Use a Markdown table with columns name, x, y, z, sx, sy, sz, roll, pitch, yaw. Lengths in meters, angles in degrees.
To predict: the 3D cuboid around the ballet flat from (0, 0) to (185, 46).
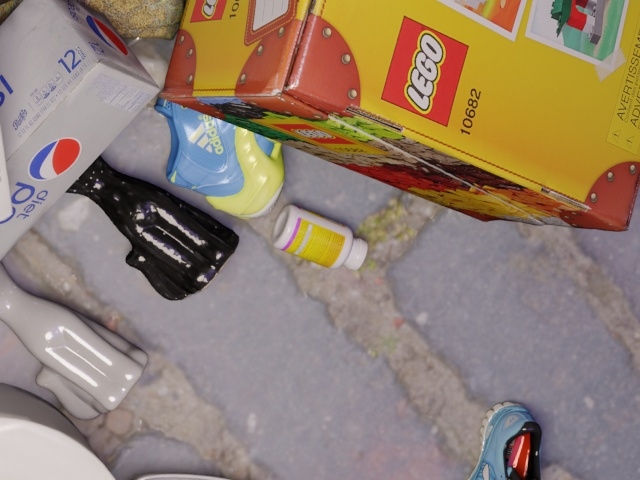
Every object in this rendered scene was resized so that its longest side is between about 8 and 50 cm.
| name | x | y | z | sx | sy | sz | roll | pitch | yaw |
| --- | --- | --- | --- | --- | --- | --- | --- | --- | --- |
| ballet flat | -0.276 | -0.176 | 1.291 | 0.348 | 0.123 | 0.123 | -15 | 100 | -16 |

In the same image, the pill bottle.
| name | x | y | z | sx | sy | sz | roll | pitch | yaw |
| --- | --- | --- | --- | --- | --- | --- | --- | --- | --- |
| pill bottle | 0.000 | 0.000 | 1.427 | 0.083 | 0.043 | 0.043 | 22 | 89 | -18 |

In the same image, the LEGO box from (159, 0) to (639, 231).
| name | x | y | z | sx | sy | sz | roll | pitch | yaw |
| --- | --- | --- | --- | --- | --- | --- | --- | --- | --- |
| LEGO box | 0.129 | -0.295 | 1.295 | 0.372 | 0.193 | 0.500 | 20 | 83 | -33 |

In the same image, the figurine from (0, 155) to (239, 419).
| name | x | y | z | sx | sy | sz | roll | pitch | yaw |
| --- | --- | --- | --- | --- | --- | --- | --- | --- | --- |
| figurine | -0.216 | 0.019 | 1.346 | 0.209 | 0.092 | 0.215 | 38 | 84 | -10 |

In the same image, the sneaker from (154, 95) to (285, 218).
| name | x | y | z | sx | sy | sz | roll | pitch | yaw |
| --- | --- | --- | --- | --- | --- | --- | --- | --- | --- |
| sneaker | -0.073 | -0.143 | 1.365 | 0.126 | 0.091 | 0.240 | 13 | 92 | -18 |

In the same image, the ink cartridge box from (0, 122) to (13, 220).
| name | x | y | z | sx | sy | sz | roll | pitch | yaw |
| --- | --- | --- | --- | --- | --- | --- | --- | --- | --- |
| ink cartridge box | -0.344 | -0.142 | 1.091 | 0.121 | 0.211 | 0.289 | -37 | 135 | -44 |

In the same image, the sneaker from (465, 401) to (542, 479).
| name | x | y | z | sx | sy | sz | roll | pitch | yaw |
| --- | --- | --- | --- | --- | --- | --- | --- | --- | --- |
| sneaker | 0.175 | 0.239 | 1.492 | 0.063 | 0.073 | 0.162 | 10 | 92 | -19 |

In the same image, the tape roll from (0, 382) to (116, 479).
| name | x | y | z | sx | sy | sz | roll | pitch | yaw |
| --- | --- | --- | --- | --- | --- | --- | --- | --- | --- |
| tape roll | -0.286 | 0.249 | 1.294 | 0.246 | 0.169 | 0.246 | -2 | 97 | -18 |

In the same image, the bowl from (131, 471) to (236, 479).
| name | x | y | z | sx | sy | sz | roll | pitch | yaw |
| --- | --- | --- | --- | --- | --- | --- | --- | --- | --- |
| bowl | -0.124 | 0.277 | 1.411 | 0.142 | 0.053 | 0.142 | 10 | 93 | -19 |

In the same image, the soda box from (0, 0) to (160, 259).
| name | x | y | z | sx | sy | sz | roll | pitch | yaw |
| --- | --- | --- | --- | --- | --- | --- | --- | --- | --- |
| soda box | -0.267 | -0.063 | 1.241 | 0.286 | 0.091 | 0.098 | -45 | 64 | 14 |
